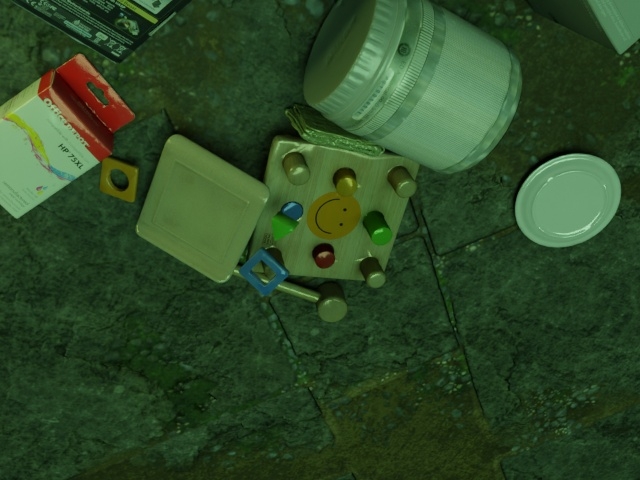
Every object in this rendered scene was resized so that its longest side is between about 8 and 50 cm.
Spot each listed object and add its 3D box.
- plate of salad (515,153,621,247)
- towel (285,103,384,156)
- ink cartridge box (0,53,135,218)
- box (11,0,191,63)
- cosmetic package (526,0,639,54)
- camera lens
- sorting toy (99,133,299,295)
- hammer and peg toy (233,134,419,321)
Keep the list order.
[{"bbox_3d":[0.466,-0.077,1.363,0.200,0.048,0.199,-1,120,-2],"label":"plate of salad"},{"bbox_3d":[0.023,-0.176,1.150,0.148,0.110,0.027,8,122,-22],"label":"towel"},{"bbox_3d":[-0.406,-0.155,1.070,0.231,0.078,0.134,-33,124,7],"label":"ink cartridge box"},{"bbox_3d":[-0.293,-0.404,0.807,0.318,0.097,0.395,-28,144,31],"label":"box"},{"bbox_3d":[0.376,-0.373,1.032,0.107,0.238,0.127,-41,122,13],"label":"cosmetic package"},{"bbox_3d":[0.141,-0.238,1.070,0.275,0.219,0.219,20,115,-25],"label":"camera lens"},{"bbox_3d":[-0.189,-0.052,1.150,0.348,0.047,0.196,31,120,2],"label":"sorting toy"},{"bbox_3d":[0.000,0.000,1.244,0.266,0.127,0.361,6,120,-18],"label":"hammer and peg toy"}]
